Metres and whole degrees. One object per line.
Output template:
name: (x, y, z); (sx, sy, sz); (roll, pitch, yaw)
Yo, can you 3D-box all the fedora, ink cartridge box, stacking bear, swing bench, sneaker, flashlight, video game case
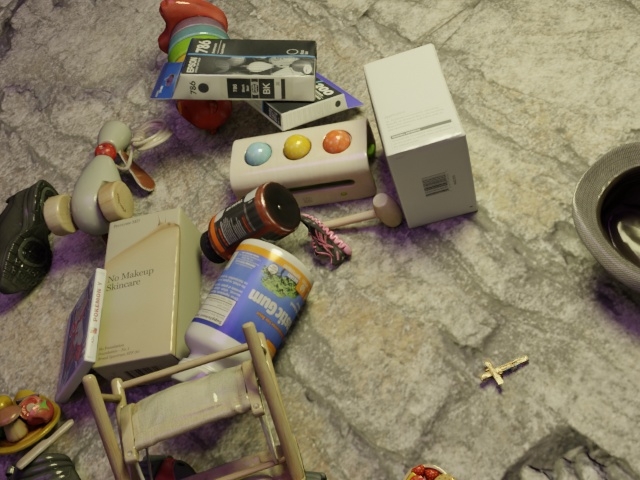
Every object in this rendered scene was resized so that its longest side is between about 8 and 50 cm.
fedora: (0.530, -0.011, 1.131); (0.275, 0.124, 0.244); (37, 77, 25)
ink cartridge box: (-0.173, -0.348, 1.466); (0.332, 0.065, 0.165); (-1, 41, 0)
stacking bear: (-0.269, -0.379, 1.624); (0.164, 0.175, 0.289); (-4, 63, -16)
swing bench: (-0.171, 0.282, 1.035); (0.253, 0.165, 0.255); (-17, 77, -3)
sneaker: (0.000, 0.000, 1.334); (0.119, 0.047, 0.057); (42, 93, 5)
sneaker: (-0.522, 0.462, 1.197); (0.295, 0.105, 0.147); (-27, 52, -7)
flashlight: (-0.142, 0.389, 1.120); (0.304, 0.103, 0.103); (-3, 88, 13)
ink cartridge box: (-0.047, -0.315, 1.513); (0.208, 0.045, 0.206); (-22, 43, -28)
video game case: (-0.438, 0.176, 1.317); (0.201, 0.023, 0.183); (-45, 39, 44)
sneaker: (-0.647, 0.001, 1.545); (0.130, 0.109, 0.286); (-14, 45, 17)

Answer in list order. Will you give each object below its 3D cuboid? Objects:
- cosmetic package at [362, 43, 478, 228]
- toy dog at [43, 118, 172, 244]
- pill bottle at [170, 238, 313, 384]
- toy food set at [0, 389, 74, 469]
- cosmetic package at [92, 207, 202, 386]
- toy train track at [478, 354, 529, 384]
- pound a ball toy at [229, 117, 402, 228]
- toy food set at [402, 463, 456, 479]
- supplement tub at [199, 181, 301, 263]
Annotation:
cosmetic package: (0.180, -0.184, 1.299); (0.138, 0.224, 0.225); (-15, 55, 9)
toy dog: (-0.441, -0.106, 1.532); (0.220, 0.161, 0.334); (5, 45, 25)
pill bottle: (-0.136, 0.146, 1.236); (0.152, 0.152, 0.272); (17, 66, 27)
toy food set: (-0.534, 0.306, 1.271); (0.218, 0.071, 0.128); (6, 36, 47)
cosmetic package: (-0.316, 0.105, 1.349); (0.160, 0.113, 0.309); (-13, 56, 11)
toy train track: (0.291, 0.204, 1.142); (0.083, 0.014, 0.048); (-23, 47, -4)
pound a ball toy: (-0.011, -0.123, 1.380); (0.319, 0.136, 0.208); (-7, 56, 15)
toy food set: (0.158, 0.374, 1.071); (0.083, 0.020, 0.082); (29, 71, 31)
supplement tub: (-0.138, -0.025, 1.347); (0.198, 0.106, 0.106); (-28, 48, 34)
